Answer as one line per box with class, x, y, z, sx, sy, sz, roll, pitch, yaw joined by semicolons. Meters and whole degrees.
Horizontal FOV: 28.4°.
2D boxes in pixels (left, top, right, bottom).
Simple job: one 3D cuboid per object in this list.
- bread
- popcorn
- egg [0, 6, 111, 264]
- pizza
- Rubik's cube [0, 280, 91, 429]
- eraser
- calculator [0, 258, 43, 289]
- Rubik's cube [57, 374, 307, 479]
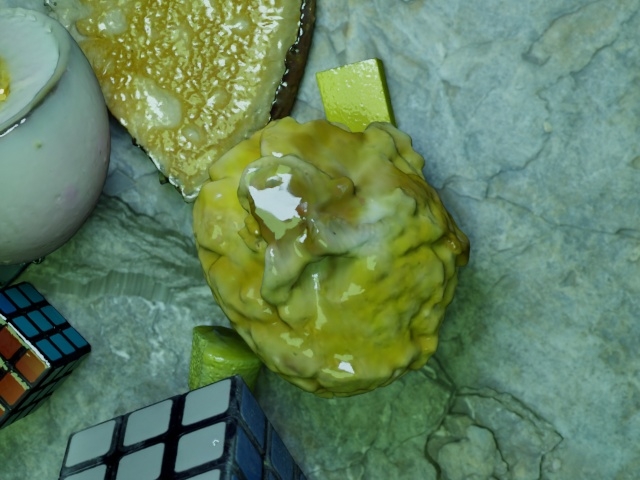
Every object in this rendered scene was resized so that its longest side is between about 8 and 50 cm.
bread;-0.146;0.193;1.930;0.111;0.129;0.114;11;108;-15
popcorn;0.008;0.016;1.778;0.354;0.344;0.390;18;132;50
egg;-0.468;-0.115;1.866;0.355;0.354;0.339;-4;137;14
pizza;-0.176;-0.252;1.906;0.435;0.080;0.391;-12;93;15
Rubik's cube;-0.488;0.181;1.985;0.160;0.162;0.163;45;105;4
eraser;0.055;-0.200;1.873;0.097;0.045;0.122;-12;94;13
calculator;-0.492;0.012;2.040;0.141;0.019;0.094;-43;86;13
Rubik's cube;-0.190;0.429;1.829;0.304;0.301;0.305;-20;120;13
